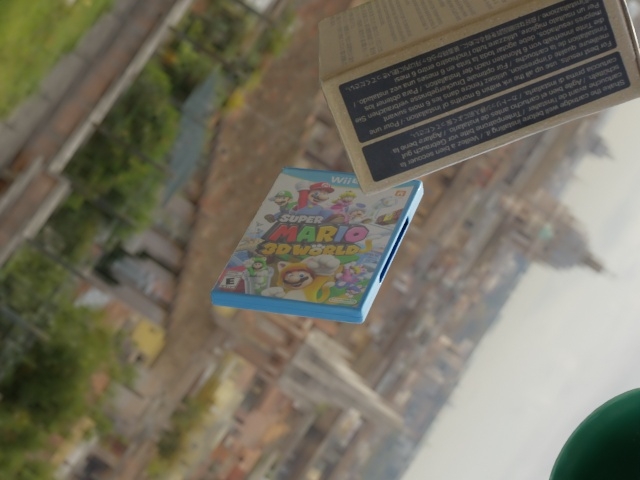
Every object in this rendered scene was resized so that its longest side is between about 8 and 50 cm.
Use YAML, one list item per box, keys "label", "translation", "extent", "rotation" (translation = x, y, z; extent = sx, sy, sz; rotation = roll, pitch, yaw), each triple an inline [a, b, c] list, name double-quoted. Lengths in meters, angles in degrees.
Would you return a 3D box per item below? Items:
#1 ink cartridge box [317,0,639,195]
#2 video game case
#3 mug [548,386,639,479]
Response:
- label: "ink cartridge box"
  translation: [0.100, -0.126, 1.102]
  extent: [0.193, 0.088, 0.235]
  rotation: [-19, -165, 6]
- label: "video game case"
  translation: [0.000, 0.000, 1.254]
  extent: [0.166, 0.119, 0.015]
  rotation: [-62, 152, -48]
- label: "mug"
  translation: [0.215, 0.172, 1.054]
  extent: [0.157, 0.097, 0.129]
  rotation: [-5, -126, 50]
